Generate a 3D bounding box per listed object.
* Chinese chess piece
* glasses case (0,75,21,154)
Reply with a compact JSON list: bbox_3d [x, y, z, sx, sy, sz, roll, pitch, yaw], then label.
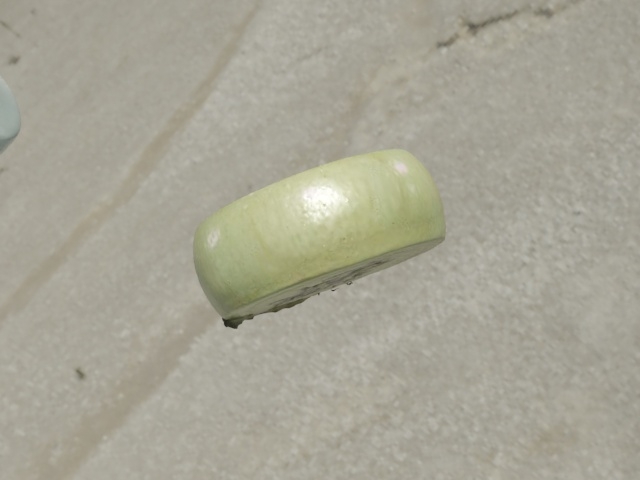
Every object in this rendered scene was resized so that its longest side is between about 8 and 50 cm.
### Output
[{"bbox_3d":[0.000,0.000,0.588,0.144,0.058,0.144,-20,-6,-2],"label":"Chinese chess piece"},{"bbox_3d":[-0.241,-0.080,0.546,0.045,0.178,0.067,-44,61,30],"label":"glasses case"}]
